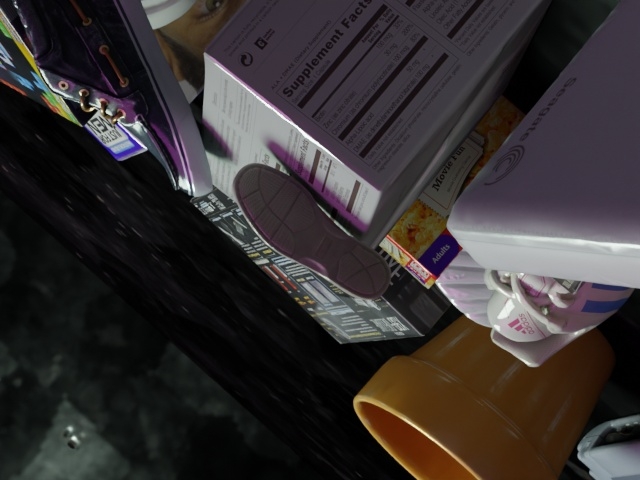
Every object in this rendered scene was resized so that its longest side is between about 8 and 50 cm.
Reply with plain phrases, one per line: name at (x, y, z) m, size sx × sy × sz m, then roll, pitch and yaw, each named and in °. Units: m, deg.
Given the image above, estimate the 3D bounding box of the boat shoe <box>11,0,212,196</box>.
boat shoe at (-0.143, -0.103, 1.318) m, size 0.183 × 0.083 × 0.065 m, roll 66°, pitch 171°, yaw -4°

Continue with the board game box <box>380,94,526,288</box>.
board game box at (0.059, -0.082, 1.463) m, size 0.193 × 0.147 × 0.045 m, roll 40°, pitch 166°, yaw 3°

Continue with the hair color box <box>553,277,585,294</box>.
hair color box at (0.192, -0.054, 1.144) m, size 0.053 × 0.167 × 0.093 m, roll 39°, pitch 166°, yaw 8°

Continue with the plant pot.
plant pot at (0.167, 0.143, 1.767) m, size 0.205 × 0.188 × 0.205 m, roll 38°, pitch 166°, yaw 11°

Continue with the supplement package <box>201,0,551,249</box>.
supplement package at (0.034, -0.115, 1.306) m, size 0.145 × 0.204 × 0.262 m, roll 38°, pitch 166°, yaw 5°

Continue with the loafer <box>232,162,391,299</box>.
loafer at (-0.010, -0.004, 1.256) m, size 0.125 × 0.045 × 0.039 m, roll 39°, pitch 173°, yaw -11°

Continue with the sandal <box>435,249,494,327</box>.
sandal at (0.093, -0.046, 1.574) m, size 0.265 × 0.102 × 0.076 m, roll 57°, pitch -154°, yaw -13°

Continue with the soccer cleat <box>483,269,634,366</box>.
soccer cleat at (0.183, 0.003, 1.391) m, size 0.116 × 0.143 × 0.331 m, roll 37°, pitch 165°, yaw 18°

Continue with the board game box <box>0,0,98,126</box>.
board game box at (-0.246, -0.176, 1.453) m, size 0.141 × 0.048 × 0.170 m, roll 27°, pitch 159°, yaw 37°

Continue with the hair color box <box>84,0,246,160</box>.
hair color box at (-0.219, -0.251, 1.614) m, size 0.339 × 0.185 × 0.110 m, roll 45°, pitch 164°, yaw -14°

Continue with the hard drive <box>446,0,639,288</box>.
hard drive at (0.218, -0.073, 0.877) m, size 0.047 × 0.233 × 0.353 m, roll 45°, pitch 166°, yaw -19°

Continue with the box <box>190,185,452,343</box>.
box at (0.000, 0.000, 2.015) m, size 0.242 × 0.076 × 0.307 m, roll 43°, pitch 166°, yaw -7°

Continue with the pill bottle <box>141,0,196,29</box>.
pill bottle at (-0.151, -0.274, 1.380) m, size 0.176 × 0.176 × 0.318 m, roll 39°, pitch 166°, yaw 11°

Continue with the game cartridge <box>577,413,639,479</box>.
game cartridge at (0.367, 0.245, 1.822) m, size 0.198 × 0.062 × 0.297 m, roll 38°, pitch 166°, yaw -3°
